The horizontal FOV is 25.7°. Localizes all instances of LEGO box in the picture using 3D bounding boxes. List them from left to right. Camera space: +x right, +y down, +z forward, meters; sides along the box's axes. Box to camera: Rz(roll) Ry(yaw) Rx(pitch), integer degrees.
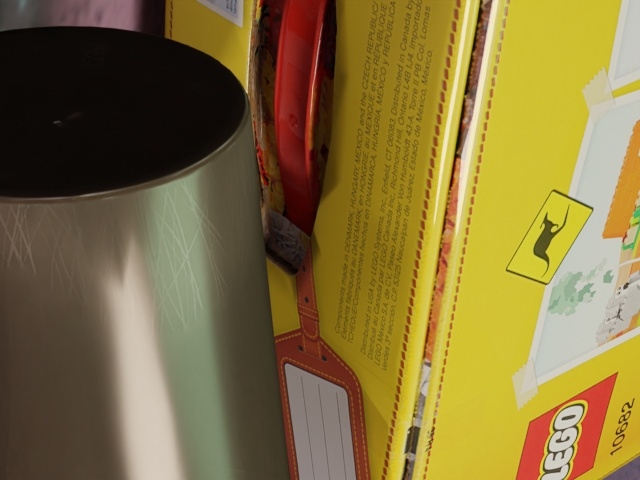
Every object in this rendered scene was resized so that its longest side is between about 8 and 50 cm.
[{"bbox_3d":[0.125,-0.119,0.680,0.372,0.193,0.500,-22,133,-35],"label":"LEGO box"}]

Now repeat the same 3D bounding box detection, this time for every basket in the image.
[{"bbox_3d":[-0.088,0.051,0.514,0.154,0.204,0.227,-25,132,-36],"label":"basket"}]
